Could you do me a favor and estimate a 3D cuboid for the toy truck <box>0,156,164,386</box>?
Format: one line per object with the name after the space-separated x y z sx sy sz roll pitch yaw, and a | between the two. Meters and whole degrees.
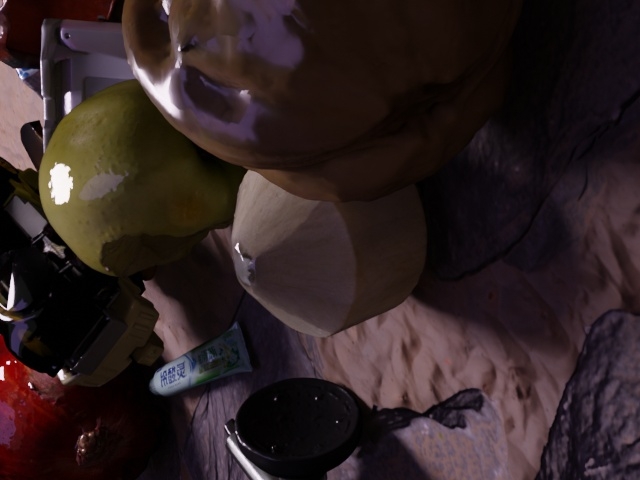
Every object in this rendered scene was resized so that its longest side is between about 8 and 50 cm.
-0.401 0.046 1.694 0.405 0.254 0.181 40 92 33 | toy truck

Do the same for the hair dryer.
-0.078 0.301 1.537 0.284 0.155 0.320 34 138 32 | hair dryer

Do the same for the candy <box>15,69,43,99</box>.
-0.430 -0.272 1.834 0.092 0.073 0.160 61 -177 18 | candy

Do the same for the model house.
-0.384 -0.400 1.713 0.196 0.160 0.254 119 155 -47 | model house

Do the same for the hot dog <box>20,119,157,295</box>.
-0.342 -0.064 1.825 0.326 0.107 0.194 62 156 -3 | hot dog

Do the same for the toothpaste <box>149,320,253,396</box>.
-0.182 0.191 1.741 0.297 0.048 0.075 -29 75 52 | toothpaste

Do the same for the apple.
-0.219 -0.087 1.490 0.279 0.279 0.279 26 123 49 | apple

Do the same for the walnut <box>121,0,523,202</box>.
0.004 -0.216 1.060 0.383 0.383 0.384 26 123 49 | walnut

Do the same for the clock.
-0.302 -0.193 1.648 0.083 0.186 0.253 -93 6 -63 | clock

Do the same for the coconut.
0.000 0.000 1.232 0.202 0.222 0.202 20 117 46 | coconut

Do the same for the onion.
-0.441 0.276 1.930 0.341 0.341 0.341 26 123 49 | onion
